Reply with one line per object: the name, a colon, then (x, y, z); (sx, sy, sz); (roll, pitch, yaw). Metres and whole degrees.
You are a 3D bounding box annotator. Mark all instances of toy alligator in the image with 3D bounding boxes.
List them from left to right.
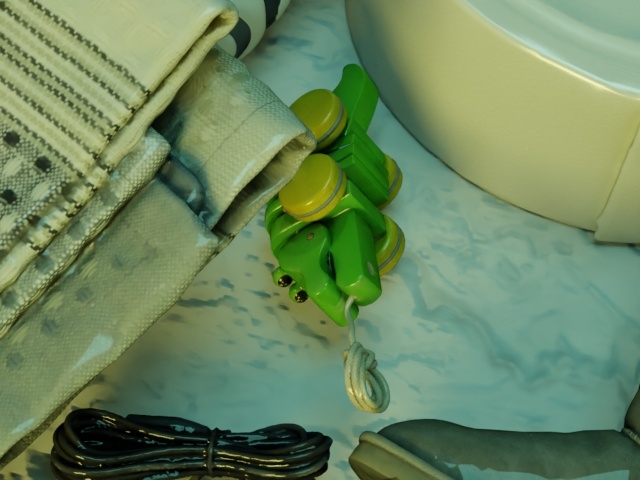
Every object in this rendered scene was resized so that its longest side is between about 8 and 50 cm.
toy alligator: (0.000, 0.000, 0.707); (0.051, 0.056, 0.189); (-24, 43, 25)

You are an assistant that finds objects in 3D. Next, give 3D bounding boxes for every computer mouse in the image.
computer mouse: (-0.059, 0.142, 0.604); (0.106, 0.042, 0.193); (10, 54, -2)

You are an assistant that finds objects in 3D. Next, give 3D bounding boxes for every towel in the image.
towel: (-0.209, -0.033, 0.634); (0.324, 0.056, 0.312); (41, 81, 17)

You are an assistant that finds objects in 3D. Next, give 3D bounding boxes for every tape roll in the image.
tape roll: (0.156, -0.139, 0.802); (0.286, 0.100, 0.286); (4, 54, -6)

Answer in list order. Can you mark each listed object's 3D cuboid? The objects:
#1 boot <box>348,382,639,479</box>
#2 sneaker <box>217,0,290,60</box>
boot: (0.135, 0.042, 0.649); (0.190, 0.076, 0.208); (24, 75, 8)
sneaker: (-0.085, -0.190, 0.809); (0.235, 0.094, 0.153); (39, 57, 19)
